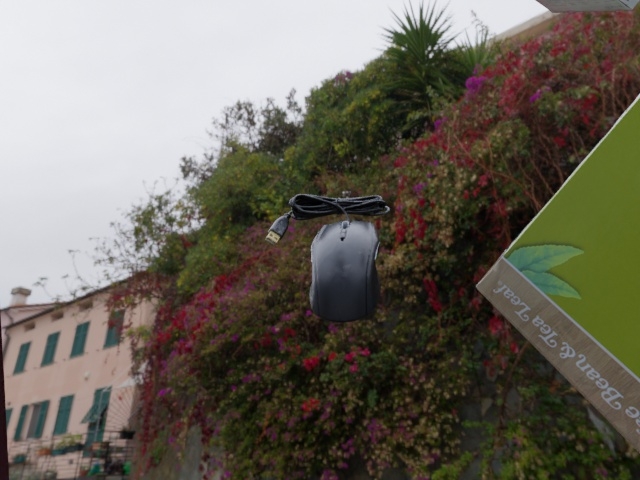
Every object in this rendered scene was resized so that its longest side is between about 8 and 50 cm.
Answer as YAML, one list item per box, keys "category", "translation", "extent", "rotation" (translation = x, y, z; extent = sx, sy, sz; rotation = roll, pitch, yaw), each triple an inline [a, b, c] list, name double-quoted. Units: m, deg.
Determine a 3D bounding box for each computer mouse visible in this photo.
- category: "computer mouse"
  translation: [0.000, 0.000, 0.638]
  extent: [0.183, 0.262, 0.060]
  rotation: [1, -49, 13]

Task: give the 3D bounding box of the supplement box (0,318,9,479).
- category: "supplement box"
  translation: [-0.272, 0.050, 0.263]
  extent: [0.073, 0.240, 0.130]
  rotation: [-11, -8, 44]

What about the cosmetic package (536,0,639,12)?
- category: "cosmetic package"
  translation: [0.300, -0.327, 0.531]
  extent: [0.098, 0.239, 0.061]
  rotation: [31, -64, -8]

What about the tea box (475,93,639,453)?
- category: "tea box"
  translation: [0.368, 0.002, 0.352]
  extent: [0.328, 0.220, 0.324]
  rotation: [8, -56, -42]
